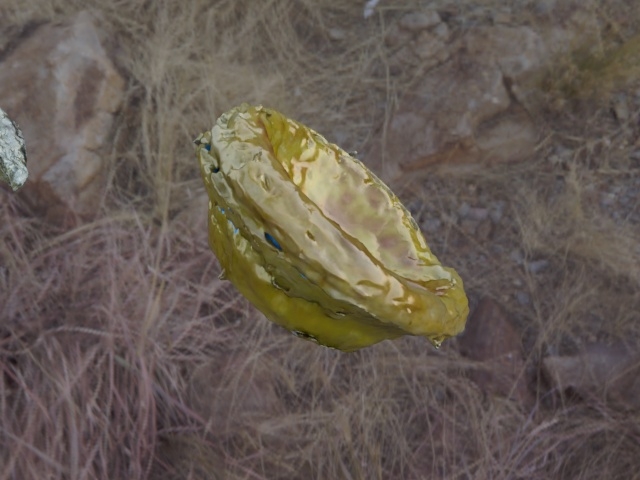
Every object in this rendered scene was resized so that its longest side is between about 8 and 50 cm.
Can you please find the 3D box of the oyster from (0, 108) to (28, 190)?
[{"bbox_3d":[-0.531,-0.165,1.357,0.064,0.177,0.125,-27,7,8],"label":"oyster"}]

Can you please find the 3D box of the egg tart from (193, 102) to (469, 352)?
[{"bbox_3d":[0.000,0.000,0.954,0.169,0.388,0.388,-51,52,16],"label":"egg tart"}]
